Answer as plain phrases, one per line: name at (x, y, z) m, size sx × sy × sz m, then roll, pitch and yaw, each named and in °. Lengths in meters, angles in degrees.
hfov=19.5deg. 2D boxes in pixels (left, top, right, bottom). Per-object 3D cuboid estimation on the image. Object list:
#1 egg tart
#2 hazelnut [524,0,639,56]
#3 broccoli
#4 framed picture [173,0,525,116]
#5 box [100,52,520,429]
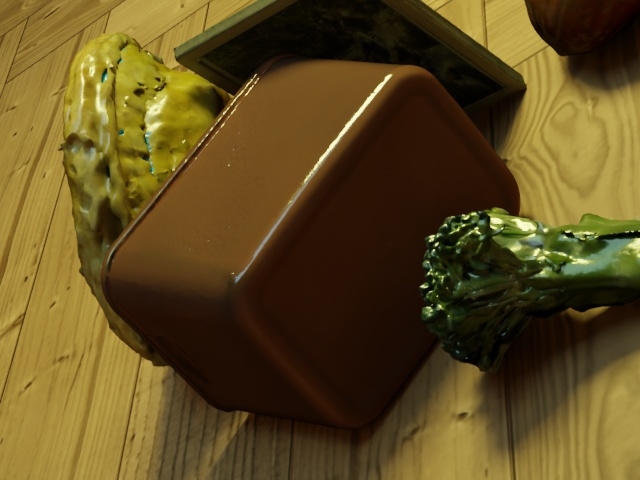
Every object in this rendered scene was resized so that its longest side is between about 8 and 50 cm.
egg tart at (-0.156, -0.049, 2.021) m, size 0.169 × 0.387 × 0.388 m, roll -11°, pitch 34°, yaw 10°
hazelnut at (0.280, -0.303, 1.956) m, size 0.181 × 0.181 × 0.212 m, roll -35°, pitch 11°, yaw 14°
broccoli at (0.230, 0.029, 1.611) m, size 0.304 × 0.145 × 0.165 m, roll -12°, pitch 0°, yaw 31°
framed picture at (0.036, -0.183, 1.984) m, size 0.240 × 0.324 × 0.020 m, roll -25°, pitch 56°, yaw 29°
box at (0.000, 0.000, 1.832) m, size 0.229 × 0.239 × 0.339 m, roll 8°, pitch 55°, yaw 54°
